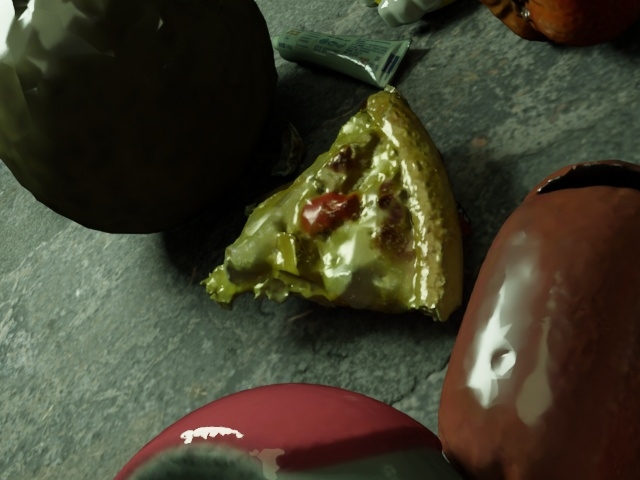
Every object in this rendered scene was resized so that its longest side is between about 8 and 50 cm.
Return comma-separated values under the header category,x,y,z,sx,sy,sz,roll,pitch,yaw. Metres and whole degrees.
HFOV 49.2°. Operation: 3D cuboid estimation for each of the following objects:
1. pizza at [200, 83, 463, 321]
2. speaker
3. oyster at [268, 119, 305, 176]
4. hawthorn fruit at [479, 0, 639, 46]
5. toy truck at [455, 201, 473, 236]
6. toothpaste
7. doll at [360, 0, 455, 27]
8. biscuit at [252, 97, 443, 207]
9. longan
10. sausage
category,x,y,z,sx,sy,sz,roll,pitch,yaw
pizza,0.000,0.000,0.703,0.288,0.075,0.279,-27,58,11
speaker,-0.010,0.241,0.420,0.294,0.294,0.294,-22,45,24
oyster,-0.041,-0.123,0.928,0.051,0.034,0.093,-13,59,53
hawthorn fruit,0.278,-0.324,0.723,0.243,0.207,0.207,-44,40,-7
toy truck,0.128,-0.033,0.718,0.032,0.024,0.083,-38,40,13
toothpaste,0.017,-0.268,0.990,0.069,0.047,0.268,-39,39,-23
doll,0.151,-0.407,0.948,0.252,0.111,0.237,-39,39,20
biscuit,0.025,-0.062,0.810,0.208,0.047,0.164,-40,44,4
longan,-0.241,-0.203,0.900,0.391,0.391,0.391,-22,45,24
sausage,0.181,0.067,0.500,0.152,0.152,0.279,6,60,42
